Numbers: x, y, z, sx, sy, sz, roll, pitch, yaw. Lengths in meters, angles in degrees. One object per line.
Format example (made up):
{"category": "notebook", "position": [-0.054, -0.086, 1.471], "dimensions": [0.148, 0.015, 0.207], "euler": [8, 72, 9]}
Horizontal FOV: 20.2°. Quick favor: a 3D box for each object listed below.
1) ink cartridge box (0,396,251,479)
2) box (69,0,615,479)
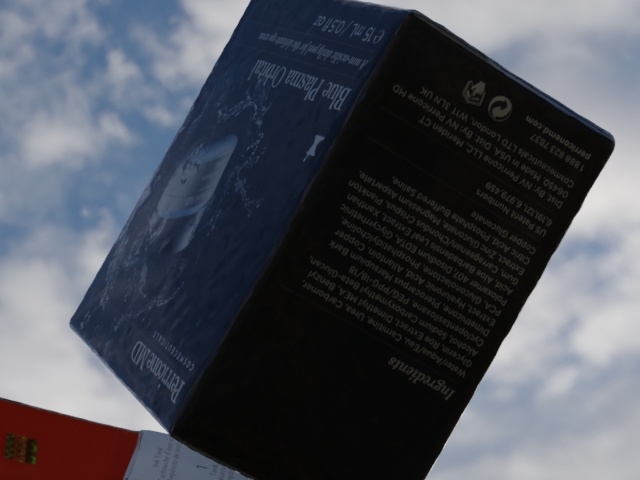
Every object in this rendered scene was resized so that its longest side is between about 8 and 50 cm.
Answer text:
{"category": "ink cartridge box", "position": [-0.148, 0.245, 1.310], "dimensions": [0.238, 0.060, 0.275], "euler": [13, -50, -2]}
{"category": "box", "position": [0.000, 0.000, 0.645], "dimensions": [0.093, 0.156, 0.158], "euler": [29, -90, -23]}
